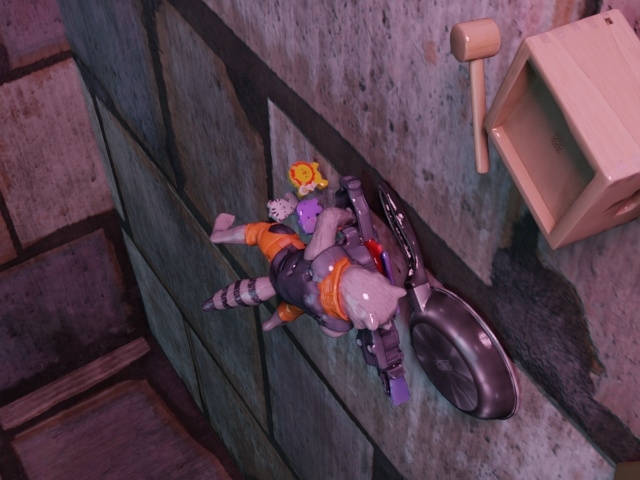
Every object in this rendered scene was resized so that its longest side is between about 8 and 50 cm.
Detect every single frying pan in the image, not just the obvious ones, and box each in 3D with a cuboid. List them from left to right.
[{"bbox_3d":[0.156,0.094,1.123,0.197,0.053,0.326,25,141,58],"label":"frying pan"}]

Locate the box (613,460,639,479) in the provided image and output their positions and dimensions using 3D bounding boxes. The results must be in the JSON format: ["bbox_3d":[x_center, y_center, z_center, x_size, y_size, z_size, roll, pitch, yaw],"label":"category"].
[{"bbox_3d":[0.282,0.287,0.833,0.021,0.164,0.201,15,168,12],"label":"box"}]

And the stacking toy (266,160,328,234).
[{"bbox_3d":[0.000,0.000,1.368,0.221,0.052,0.167,61,160,5],"label":"stacking toy"}]

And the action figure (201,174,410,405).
[{"bbox_3d":[-0.005,0.096,1.245,0.330,0.179,0.341,-1,111,54],"label":"action figure"}]

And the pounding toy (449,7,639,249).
[{"bbox_3d":[0.190,-0.107,0.732,0.181,0.094,0.206,101,147,-66],"label":"pounding toy"}]
